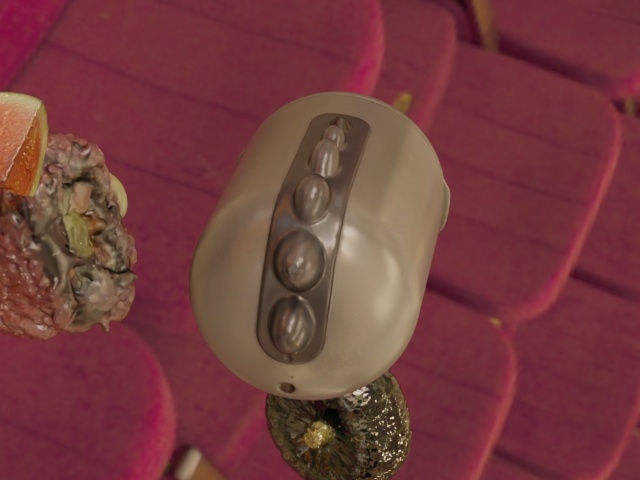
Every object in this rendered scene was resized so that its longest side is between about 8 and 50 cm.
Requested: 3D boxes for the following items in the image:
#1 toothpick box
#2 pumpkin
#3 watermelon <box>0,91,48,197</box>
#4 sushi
[{"bbox_3d":[0.000,0.000,1.117,0.316,0.229,0.229,-69,166,-63],"label":"toothpick box"},{"bbox_3d":[0.023,0.241,1.671,0.152,0.211,0.212,-46,145,-44],"label":"pumpkin"},{"bbox_3d":[-0.352,-0.088,1.319,0.135,0.094,0.125,-3,134,-24],"label":"watermelon"},{"bbox_3d":[-0.334,-0.016,1.543,0.236,0.170,0.270,-45,130,-49],"label":"sushi"}]
